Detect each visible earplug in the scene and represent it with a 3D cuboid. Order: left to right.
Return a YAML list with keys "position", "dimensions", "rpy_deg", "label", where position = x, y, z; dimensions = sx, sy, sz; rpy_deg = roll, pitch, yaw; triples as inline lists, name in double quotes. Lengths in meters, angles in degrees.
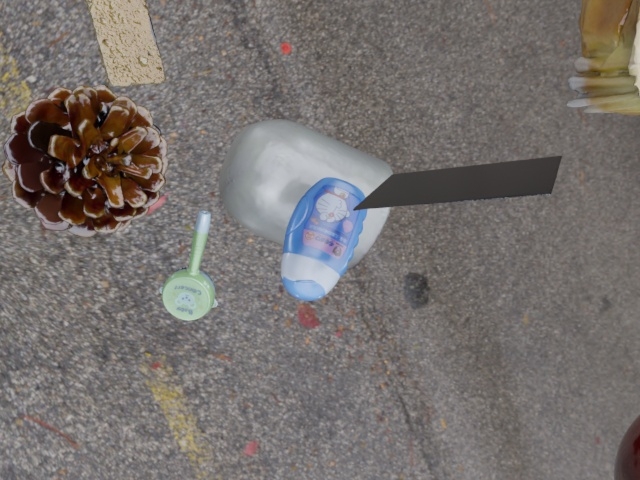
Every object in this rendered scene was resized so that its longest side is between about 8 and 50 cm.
- position: [-0.056, -0.128, 1.419]
  dimensions: [0.394, 0.313, 0.312]
  rpy_deg: [20, 79, -21]
  label: "earplug"

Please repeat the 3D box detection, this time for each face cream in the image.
- position: [0.000, 0.000, 1.142]
  dimensions: [0.149, 0.083, 0.263]
  rpy_deg: [21, 67, 1]
  label: "face cream"

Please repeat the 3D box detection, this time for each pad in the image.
- position: [0.223, -0.093, 0.904]
  dimensions: [0.202, 0.300, 0.005]
  rpy_deg: [-42, 124, -55]
  label: "pad"

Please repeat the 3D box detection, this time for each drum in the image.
- position: [-0.294, 0.056, 1.218]
  dimensions: [0.130, 0.049, 0.253]
  rpy_deg: [1, 110, 4]
  label: "drum"

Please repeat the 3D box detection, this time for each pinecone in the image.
- position: [-0.362, -0.132, 0.890]
  dimensions: [0.264, 0.264, 0.263]
  rpy_deg: [-2, 93, -36]
  label: "pinecone"

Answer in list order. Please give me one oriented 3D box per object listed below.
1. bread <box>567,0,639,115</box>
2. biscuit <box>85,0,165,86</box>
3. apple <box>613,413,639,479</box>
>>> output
- position: [0.278, -0.214, 0.415]
  dimensions: [0.136, 0.107, 0.241]
  rpy_deg: [0, 106, -9]
  label: "bread"
- position: [-0.414, -0.439, 1.180]
  dimensions: [0.131, 0.025, 0.230]
  rpy_deg: [-15, 94, -34]
  label: "biscuit"
- position: [0.410, 0.245, 0.533]
  dimensions: [0.201, 0.218, 0.218]
  rpy_deg: [-34, 112, -8]
  label: "apple"
